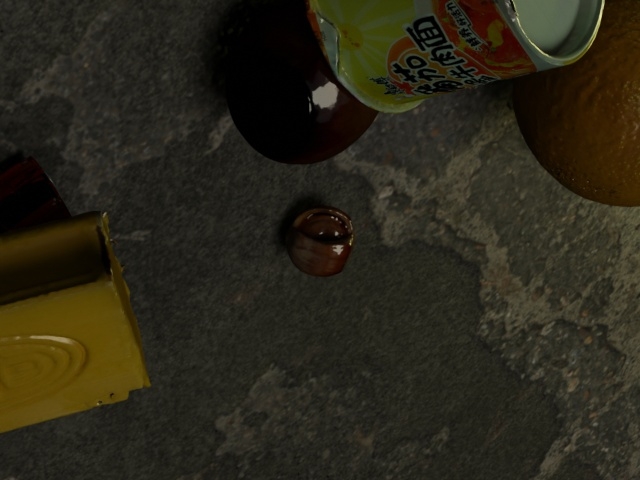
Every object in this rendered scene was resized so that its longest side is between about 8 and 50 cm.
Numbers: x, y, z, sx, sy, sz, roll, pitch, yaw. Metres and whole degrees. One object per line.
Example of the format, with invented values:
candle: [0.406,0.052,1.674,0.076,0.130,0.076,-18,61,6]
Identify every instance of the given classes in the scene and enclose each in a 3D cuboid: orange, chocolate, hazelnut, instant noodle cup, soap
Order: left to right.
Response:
soap: [-0.327,0.099,1.766,0.325,0.096,0.204,-15,141,-3]
chocolate: [-0.010,-0.163,1.893,0.177,0.177,0.176,-27,140,-25]
hazelnut: [0.000,0.000,2.121,0.086,0.086,0.086,-27,140,-25]
instant noodle cup: [0.138,-0.257,1.802,0.264,0.200,0.264,7,82,-53]
orange: [0.350,-0.167,2.153,0.274,0.274,0.274,-27,140,-25]

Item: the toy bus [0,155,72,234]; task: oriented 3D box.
toy bus: [-0.263,0.010,1.844,0.081,0.089,0.195,-37,144,-13]
